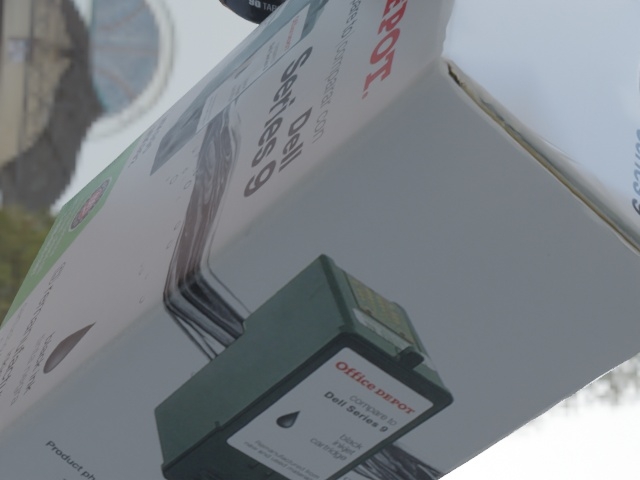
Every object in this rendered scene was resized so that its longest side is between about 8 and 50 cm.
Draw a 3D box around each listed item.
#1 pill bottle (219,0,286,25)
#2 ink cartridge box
[{"bbox_3d":[-0.010,-0.254,0.984,0.245,0.130,0.130,97,-16,-56],"label":"pill bottle"},{"bbox_3d":[0.000,0.000,0.609,0.289,0.121,0.211,-39,-159,32],"label":"ink cartridge box"}]
